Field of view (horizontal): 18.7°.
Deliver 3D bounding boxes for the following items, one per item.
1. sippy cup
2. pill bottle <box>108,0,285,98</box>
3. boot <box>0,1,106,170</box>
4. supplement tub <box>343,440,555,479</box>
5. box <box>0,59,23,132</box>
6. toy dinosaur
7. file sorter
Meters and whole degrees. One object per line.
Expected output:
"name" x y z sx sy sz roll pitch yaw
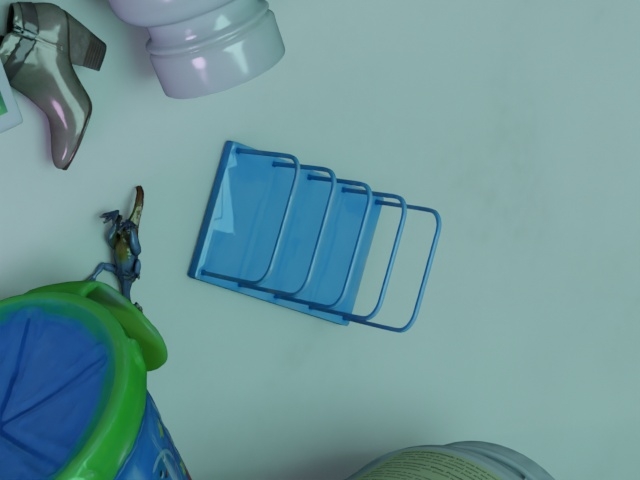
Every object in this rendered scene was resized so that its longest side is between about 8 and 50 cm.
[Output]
"sippy cup" -0.194 0.195 1.430 0.305 0.240 0.224 -43 130 -15
"pill bottle" -0.112 -0.232 1.480 0.131 0.131 0.229 -33 114 -30
"boot" -0.215 -0.121 1.478 0.087 0.042 0.118 18 84 -31
"supplement tub" 0.068 0.301 1.573 0.325 0.235 0.235 -21 110 -58
"box" -0.384 -0.128 1.337 0.322 0.058 0.232 -29 112 -32
"toy dinosaur" -0.149 0.017 1.544 0.090 0.047 0.082 -46 139 -35
"file sorter" 0.000 0.000 1.612 0.170 0.104 0.118 19 84 -37
